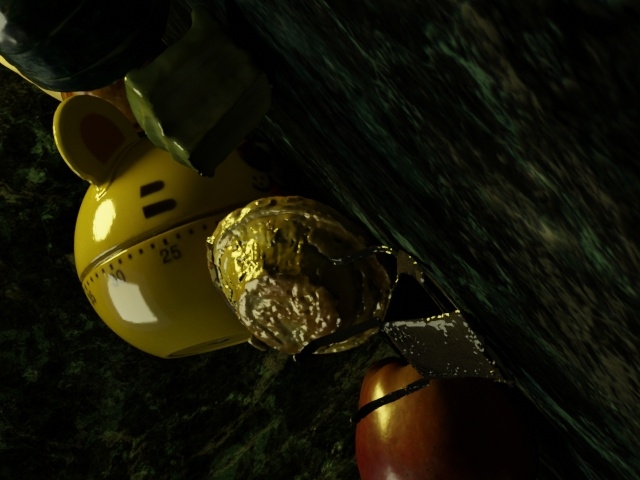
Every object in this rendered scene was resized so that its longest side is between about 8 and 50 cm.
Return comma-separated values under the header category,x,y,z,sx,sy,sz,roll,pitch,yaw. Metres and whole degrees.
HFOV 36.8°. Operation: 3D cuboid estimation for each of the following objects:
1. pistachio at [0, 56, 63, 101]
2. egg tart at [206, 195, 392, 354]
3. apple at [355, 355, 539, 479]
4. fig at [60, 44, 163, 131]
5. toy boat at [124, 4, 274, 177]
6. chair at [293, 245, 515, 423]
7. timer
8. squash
category,x,y,z,sx,sy,sz,roll,pitch,yaw
pistachio,-0.471,-0.374,1.780,0.321,0.229,0.238,40,146,-5
egg tart,-0.031,0.058,1.156,0.241,0.241,0.106,49,-144,-22
apple,0.143,0.234,1.119,0.234,0.234,0.234,47,177,3
fig,-0.289,-0.217,1.555,0.290,0.191,0.190,50,176,-27
toy boat,-0.096,-0.116,0.812,0.084,0.111,0.276,42,176,-4
chair,0.099,0.088,0.983,0.213,0.149,0.174,-14,126,37
timer,-0.191,-0.035,1.383,0.376,0.376,0.386,65,-173,-80
squash,-0.233,-0.228,0.749,0.252,0.165,0.252,47,174,6
